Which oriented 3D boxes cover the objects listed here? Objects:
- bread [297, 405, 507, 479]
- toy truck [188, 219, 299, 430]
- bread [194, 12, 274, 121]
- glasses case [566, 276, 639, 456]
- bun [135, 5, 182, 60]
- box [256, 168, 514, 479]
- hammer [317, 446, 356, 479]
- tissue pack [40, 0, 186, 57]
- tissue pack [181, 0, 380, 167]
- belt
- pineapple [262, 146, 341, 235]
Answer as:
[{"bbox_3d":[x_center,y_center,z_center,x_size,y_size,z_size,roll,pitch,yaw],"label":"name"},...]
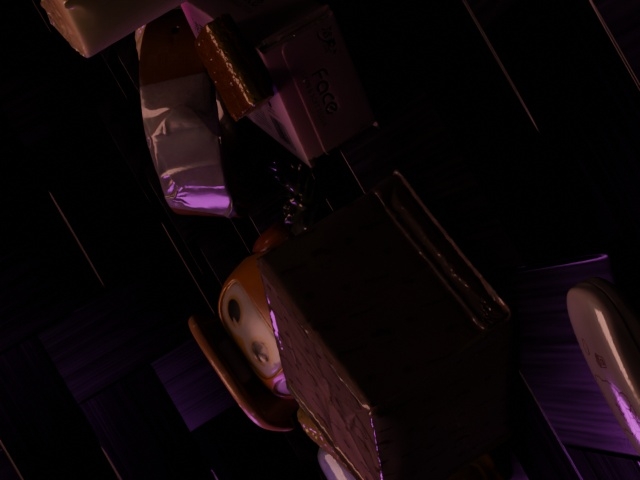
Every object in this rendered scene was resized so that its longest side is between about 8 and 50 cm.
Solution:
[{"bbox_3d":[0.101,0.245,1.867,0.270,0.148,0.270,39,171,7],"label":"bread"},{"bbox_3d":[-0.039,0.123,2.032,0.204,0.211,0.288,54,-178,21],"label":"toy truck"},{"bbox_3d":[-0.087,-0.171,1.498,0.094,0.035,0.090,61,167,0],"label":"bread"},{"bbox_3d":[0.253,0.116,1.186,0.193,0.049,0.074,62,169,-8],"label":"glasses case"},{"bbox_3d":[-0.164,-0.242,1.968,0.188,0.111,0.164,56,149,17],"label":"bun"},{"bbox_3d":[0.076,0.120,1.620,0.225,0.190,0.297,52,167,29],"label":"box"},{"bbox_3d":[0.104,0.369,2.367,0.206,0.119,0.335,57,162,5],"label":"hammer"},{"bbox_3d":[-0.191,-0.318,1.541,0.125,0.234,0.159,42,159,50],"label":"tissue pack"},{"bbox_3d":[-0.049,-0.196,1.594,0.246,0.092,0.149,43,161,56],"label":"tissue pack"},{"bbox_3d":[-0.140,-0.150,1.805,0.184,0.105,0.262,-56,-35,-62],"label":"belt"},{"bbox_3d":[0.000,0.000,1.854,0.251,0.125,0.125,64,169,2],"label":"pineapple"}]
